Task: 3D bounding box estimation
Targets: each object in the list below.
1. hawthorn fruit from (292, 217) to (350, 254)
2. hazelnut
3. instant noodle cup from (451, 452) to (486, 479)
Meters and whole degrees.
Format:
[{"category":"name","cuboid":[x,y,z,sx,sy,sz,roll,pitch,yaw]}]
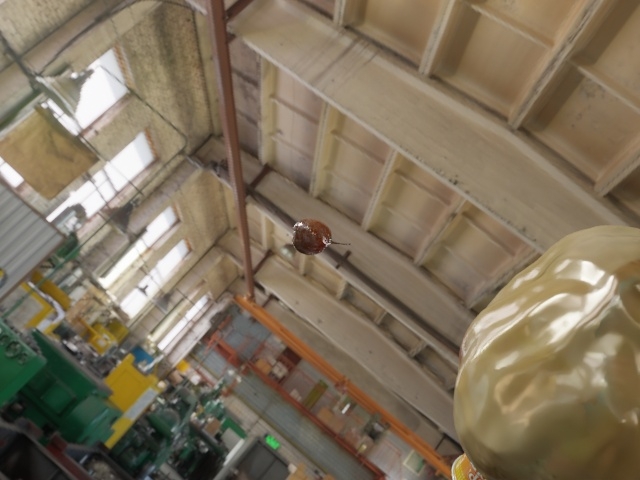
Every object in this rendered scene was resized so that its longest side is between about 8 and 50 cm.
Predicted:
[{"category":"hawthorn fruit","cuboid":[0.000,0.000,0.992,0.103,0.067,0.067,21,-25,18]},{"category":"hazelnut","cuboid":[0.238,0.129,0.483,0.261,0.261,0.241,29,-20,32]},{"category":"instant noodle cup","cuboid":[0.373,0.430,1.158,0.168,0.168,0.185,32,-59,24]}]
